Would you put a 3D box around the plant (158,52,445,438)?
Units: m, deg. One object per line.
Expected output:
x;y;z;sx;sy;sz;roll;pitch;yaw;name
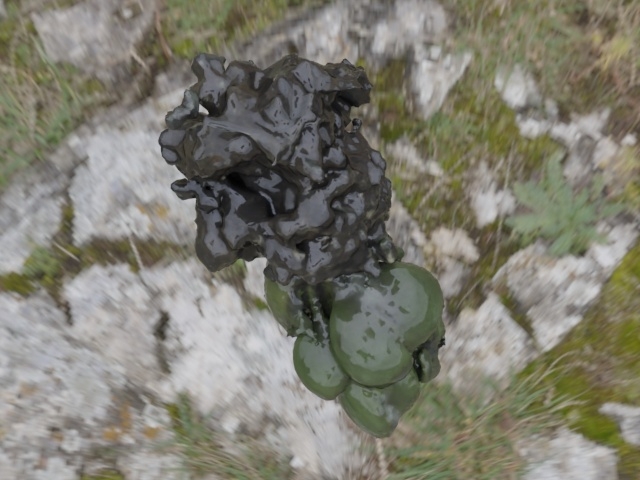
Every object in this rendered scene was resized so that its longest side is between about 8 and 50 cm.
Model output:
0.000;0.000;0.617;0.085;0.087;0.174;-32;124;-6;plant
